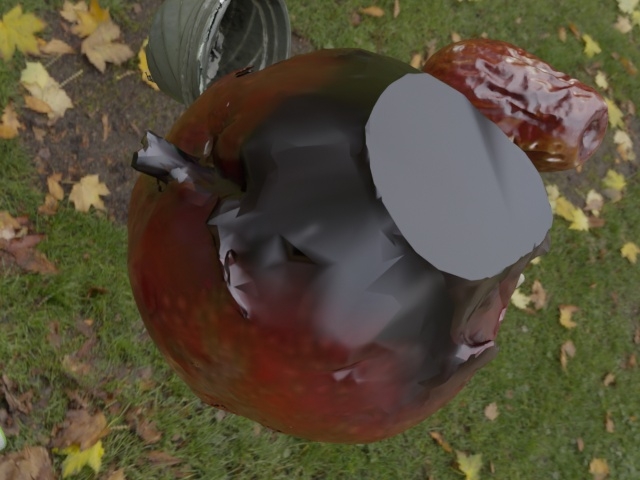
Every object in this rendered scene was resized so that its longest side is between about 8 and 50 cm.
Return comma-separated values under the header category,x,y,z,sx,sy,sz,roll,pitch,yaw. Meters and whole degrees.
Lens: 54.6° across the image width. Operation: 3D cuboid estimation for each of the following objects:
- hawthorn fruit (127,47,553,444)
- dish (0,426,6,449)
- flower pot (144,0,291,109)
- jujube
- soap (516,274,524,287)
category,x,y,z,sx,sy,sz,roll,pitch,yaw
hawthorn fruit,0.013,0.006,0.465,0.315,0.316,0.316,9,65,-19
dish,-0.858,0.379,1.377,0.324,0.324,0.124,46,50,1
flower pot,-0.152,-0.263,0.878,0.140,0.236,0.236,18,57,21
jujube,0.254,-0.178,0.858,0.190,0.190,0.255,-34,47,-31
soap,0.321,0.080,1.342,0.274,0.173,0.089,27,27,-55
